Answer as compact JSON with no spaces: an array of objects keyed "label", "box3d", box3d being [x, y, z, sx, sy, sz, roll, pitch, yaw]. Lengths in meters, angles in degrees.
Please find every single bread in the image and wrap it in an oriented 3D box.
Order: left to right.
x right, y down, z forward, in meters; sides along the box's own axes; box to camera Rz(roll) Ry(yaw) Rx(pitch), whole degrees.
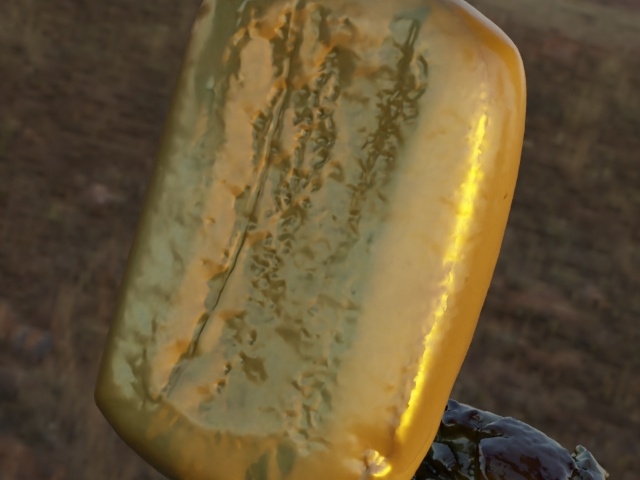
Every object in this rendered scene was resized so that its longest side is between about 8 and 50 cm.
[{"label":"bread","box3d":[0.000,0.000,0.695,0.147,0.217,0.098,21,2,20]}]

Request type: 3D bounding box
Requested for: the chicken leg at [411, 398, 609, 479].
[{"label":"chicken leg","box3d":[0.135,0.184,0.903,0.361,0.140,0.211,27,5,23]}]
